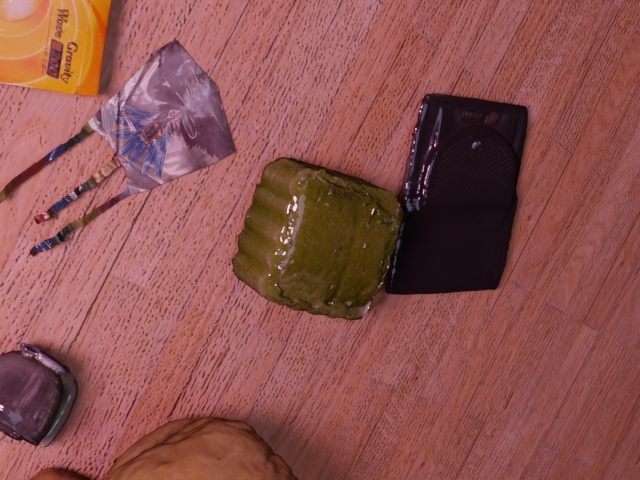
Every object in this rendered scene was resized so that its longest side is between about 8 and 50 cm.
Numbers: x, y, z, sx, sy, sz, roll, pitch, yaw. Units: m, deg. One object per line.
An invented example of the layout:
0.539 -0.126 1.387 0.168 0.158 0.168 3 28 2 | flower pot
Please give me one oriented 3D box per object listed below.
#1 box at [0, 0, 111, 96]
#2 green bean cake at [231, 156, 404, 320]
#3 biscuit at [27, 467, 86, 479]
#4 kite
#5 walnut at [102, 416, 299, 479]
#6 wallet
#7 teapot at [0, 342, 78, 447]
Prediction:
-0.362 -0.247 0.941 0.269 0.043 0.152 3 106 -33 | box
0.000 0.000 1.227 0.214 0.113 0.200 12 99 -37 | green bean cake
-0.406 0.448 1.153 0.184 0.047 0.319 5 104 -33 | biscuit
-0.252 -0.115 1.081 0.310 0.015 0.169 -35 122 -22 | kite
-0.167 0.374 1.153 0.277 0.282 0.253 -27 95 -25 | walnut
0.229 -0.067 1.406 0.247 0.041 0.322 0 108 -32 | wallet
-0.349 0.190 1.065 0.149 0.111 0.108 45 65 -30 | teapot
